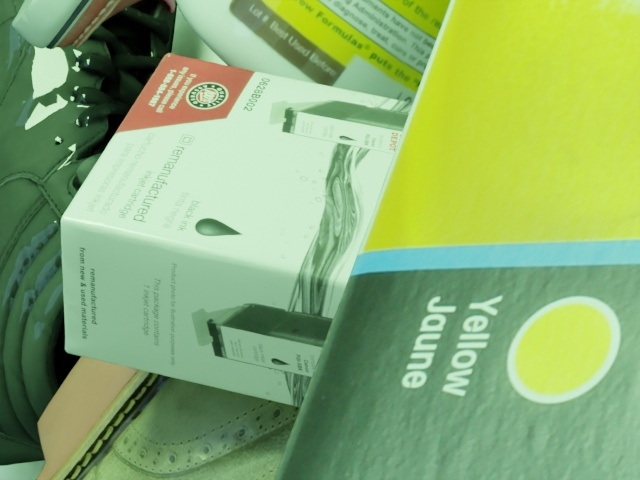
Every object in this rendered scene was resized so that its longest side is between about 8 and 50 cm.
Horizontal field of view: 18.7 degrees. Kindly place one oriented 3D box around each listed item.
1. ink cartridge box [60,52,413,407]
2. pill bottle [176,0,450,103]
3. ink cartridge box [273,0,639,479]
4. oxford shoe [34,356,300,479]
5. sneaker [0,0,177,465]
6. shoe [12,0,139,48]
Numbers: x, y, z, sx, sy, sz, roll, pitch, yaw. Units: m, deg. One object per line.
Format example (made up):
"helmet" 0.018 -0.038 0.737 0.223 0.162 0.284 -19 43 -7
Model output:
"ink cartridge box" 0.000 0.000 0.603 0.099 0.135 0.056 -66 -16 -50
"pill bottle" 0.053 -0.138 0.668 0.215 0.117 0.117 -53 39 14
"ink cartridge box" 0.154 -0.016 0.425 0.307 0.072 0.304 -4 52 38
"oxford shoe" -0.077 0.165 0.643 0.130 0.123 0.348 38 100 46
"sneaker" -0.079 -0.043 0.784 0.147 0.104 0.296 6 80 48
"shoe" -0.039 -0.119 0.748 0.063 0.081 0.178 -31 21 55
